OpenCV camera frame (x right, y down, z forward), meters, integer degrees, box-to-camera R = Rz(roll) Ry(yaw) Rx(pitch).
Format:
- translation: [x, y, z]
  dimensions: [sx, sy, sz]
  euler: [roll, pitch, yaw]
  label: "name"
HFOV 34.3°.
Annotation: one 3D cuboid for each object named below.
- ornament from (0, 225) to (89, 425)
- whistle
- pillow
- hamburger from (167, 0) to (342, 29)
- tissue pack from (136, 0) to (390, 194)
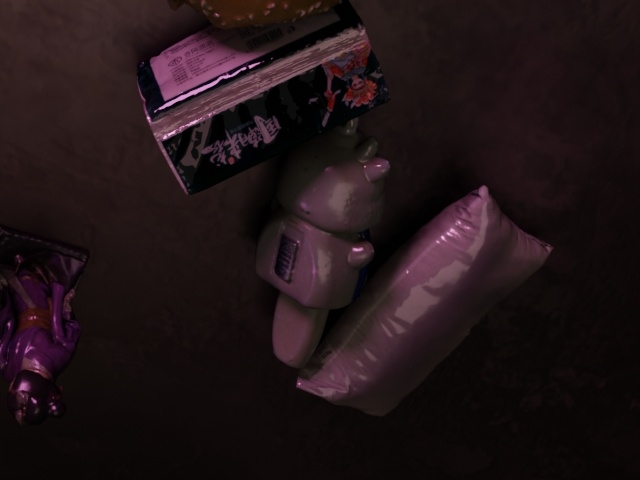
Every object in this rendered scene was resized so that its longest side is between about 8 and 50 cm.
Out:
- translation: [-0.224, 0.067, 0.778]
  dimensions: [0.081, 0.203, 0.088]
  euler: [18, 109, -18]
  label: "ornament"
- translation: [0.000, 0.000, 0.872]
  dimensions: [0.092, 0.110, 0.244]
  euler: [-23, 133, -47]
  label: "whistle"
- translation: [0.099, 0.065, 0.959]
  dimensions: [0.144, 0.078, 0.254]
  euler: [29, 110, -41]
  label: "pillow"
- translation: [-0.046, -0.254, 0.679]
  dimensions: [0.189, 0.122, 0.215]
  euler: [-15, 123, -6]
  label: "hamburger"
- translation: [-0.047, -0.118, 0.776]
  dimensions: [0.170, 0.103, 0.090]
  euler: [-24, 130, -2]
  label: "tissue pack"
